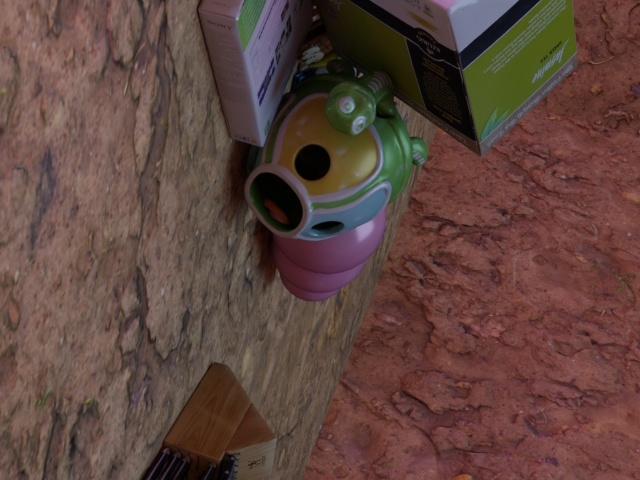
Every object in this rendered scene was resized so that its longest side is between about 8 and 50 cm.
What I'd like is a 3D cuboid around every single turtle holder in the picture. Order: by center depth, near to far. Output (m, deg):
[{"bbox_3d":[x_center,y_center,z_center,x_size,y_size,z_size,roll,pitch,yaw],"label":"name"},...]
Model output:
[{"bbox_3d":[0.022,-0.122,1.725,0.227,0.320,0.243,-41,111,-34],"label":"turtle holder"}]

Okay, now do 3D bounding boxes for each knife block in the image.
[{"bbox_3d":[-0.205,0.327,1.789,0.276,0.242,0.088,50,-40,44],"label":"knife block"}]

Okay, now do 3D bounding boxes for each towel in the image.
[{"bbox_3d":[-0.023,-0.261,1.964,0.119,0.029,0.067,-52,154,-68],"label":"towel"}]

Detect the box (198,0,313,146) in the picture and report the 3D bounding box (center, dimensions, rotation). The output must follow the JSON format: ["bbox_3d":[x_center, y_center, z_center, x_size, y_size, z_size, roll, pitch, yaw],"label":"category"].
[{"bbox_3d":[-0.078,-0.302,1.527,0.322,0.058,0.232,86,22,-66],"label":"box"}]

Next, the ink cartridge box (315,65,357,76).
[{"bbox_3d":[0.022,-0.260,1.976,0.122,0.052,0.088,-47,151,-69],"label":"ink cartridge box"}]

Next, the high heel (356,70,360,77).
[{"bbox_3d":[0.072,-0.394,2.128,0.186,0.093,0.261,46,60,-73],"label":"high heel"}]

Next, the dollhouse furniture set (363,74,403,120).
[{"bbox_3d":[0.195,-0.411,2.048,0.355,0.303,0.174,67,5,-50],"label":"dollhouse furniture set"}]

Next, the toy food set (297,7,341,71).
[{"bbox_3d":[0.012,-0.320,1.833,0.038,0.132,0.192,63,1,16],"label":"toy food set"}]

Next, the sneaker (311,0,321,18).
[{"bbox_3d":[0.005,-0.405,1.791,0.091,0.094,0.258,-45,160,-18],"label":"sneaker"}]

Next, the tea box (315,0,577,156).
[{"bbox_3d":[0.161,-0.352,1.606,0.220,0.329,0.323,-43,148,-12],"label":"tea box"}]

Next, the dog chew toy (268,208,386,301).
[{"bbox_3d":[0.000,0.000,2.057,0.332,0.206,0.207,106,5,-57],"label":"dog chew toy"}]
